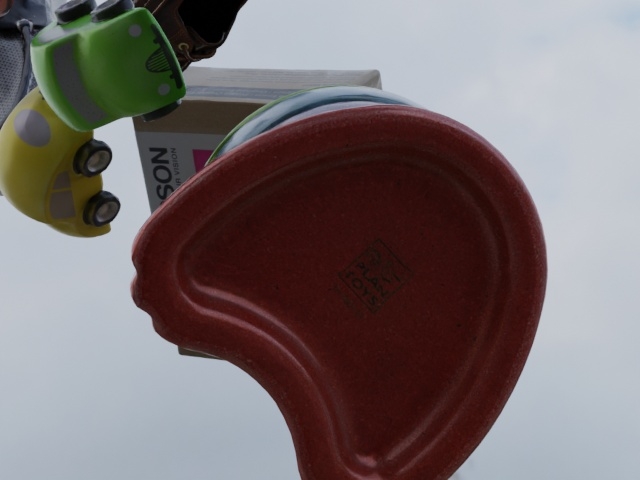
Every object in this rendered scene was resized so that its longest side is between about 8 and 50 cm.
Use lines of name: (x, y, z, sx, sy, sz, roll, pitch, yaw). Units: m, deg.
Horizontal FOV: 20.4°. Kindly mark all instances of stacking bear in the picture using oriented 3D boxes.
stacking bear: (0.000, 0.000, 0.903, 0.164, 0.175, 0.289, -43, 12, -2)

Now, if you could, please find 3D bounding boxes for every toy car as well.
toy car: (-0.146, -0.091, 0.927, 0.053, 0.239, 0.225, -35, 22, -25)

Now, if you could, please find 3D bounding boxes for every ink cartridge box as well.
ink cartridge box: (-0.036, -0.018, 1.437, 0.193, 0.088, 0.234, 3, -65, 28)

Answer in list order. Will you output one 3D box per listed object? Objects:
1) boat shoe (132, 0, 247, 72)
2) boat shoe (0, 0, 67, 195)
boat shoe: (-0.095, -0.164, 1.257, 0.073, 0.073, 0.207, -11, -33, -43)
boat shoe: (-0.289, -0.176, 1.450, 0.127, 0.340, 0.158, -39, -58, 12)
